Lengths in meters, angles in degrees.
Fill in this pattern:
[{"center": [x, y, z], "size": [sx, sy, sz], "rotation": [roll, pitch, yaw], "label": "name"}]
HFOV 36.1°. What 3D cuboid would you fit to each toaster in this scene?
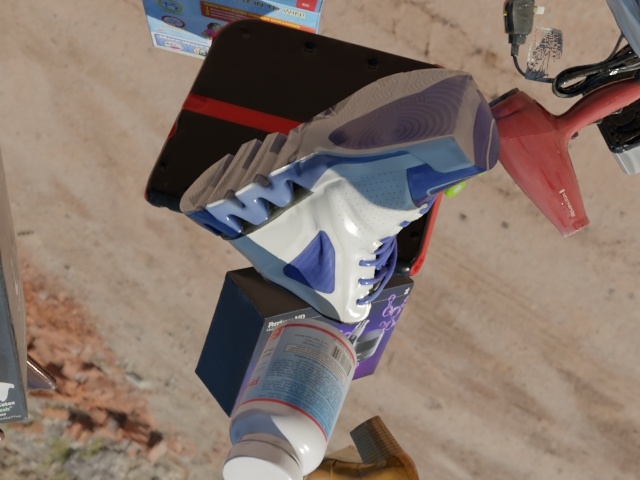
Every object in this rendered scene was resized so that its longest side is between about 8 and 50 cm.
[{"center": [0.551, -0.217, 1.649], "size": [0.168, 0.185, 0.110], "rotation": [-28, 146, 18], "label": "toaster"}]

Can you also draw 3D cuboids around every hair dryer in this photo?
[{"center": [0.308, -0.150, 1.183], "size": [0.224, 0.293, 0.080], "rotation": [10, -176, 7], "label": "hair dryer"}]

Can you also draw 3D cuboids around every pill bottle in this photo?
[{"center": [-0.028, 0.151, 0.868], "size": [0.087, 0.160, 0.087], "rotation": [11, 131, 13], "label": "pill bottle"}]

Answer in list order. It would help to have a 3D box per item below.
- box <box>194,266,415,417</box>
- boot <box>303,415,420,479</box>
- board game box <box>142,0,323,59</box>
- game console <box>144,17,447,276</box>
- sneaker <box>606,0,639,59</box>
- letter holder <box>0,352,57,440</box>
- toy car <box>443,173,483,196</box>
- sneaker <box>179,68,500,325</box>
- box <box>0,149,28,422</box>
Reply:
[{"center": [-0.021, 0.118, 1.344], "size": [0.103, 0.261, 0.184], "rotation": [44, 130, 36], "label": "box"}, {"center": [0.081, 0.448, 1.686], "size": [0.211, 0.104, 0.295], "rotation": [62, 144, 20], "label": "boot"}, {"center": [-0.147, -0.397, 1.693], "size": [0.308, 0.086, 0.302], "rotation": [14, 166, -1], "label": "board game box"}, {"center": [-0.010, -0.140, 1.364], "size": [0.387, 0.342, 0.060], "rotation": [15, 154, 7], "label": "game console"}, {"center": [0.131, -0.159, 0.344], "size": [0.112, 0.296, 0.131], "rotation": [-29, 157, 13], "label": "sneaker"}, {"center": [-0.455, 0.121, 1.010], "size": [0.214, 0.152, 0.302], "rotation": [-9, 133, 44], "label": "letter holder"}, {"center": [0.248, -0.206, 1.930], "size": [0.155, 0.149, 0.188], "rotation": [49, 170, 23], "label": "toy car"}, {"center": [0.040, -0.027, 0.904], "size": [0.316, 0.127, 0.182], "rotation": [-16, 124, 36], "label": "sneaker"}, {"center": [-0.322, 0.008, 0.789], "size": [0.143, 0.165, 0.270], "rotation": [-6, 129, -14], "label": "box"}]
